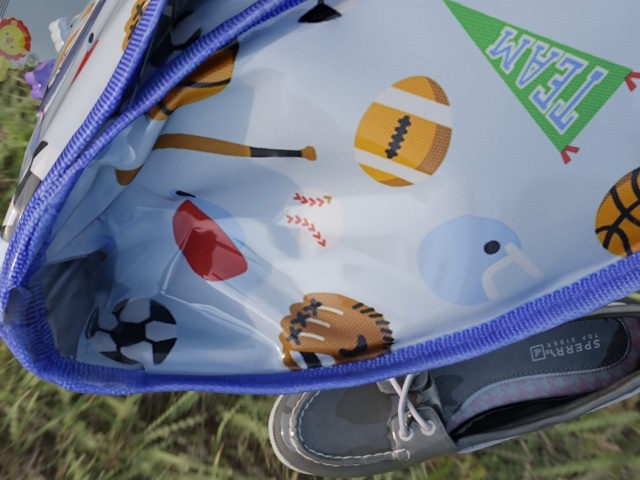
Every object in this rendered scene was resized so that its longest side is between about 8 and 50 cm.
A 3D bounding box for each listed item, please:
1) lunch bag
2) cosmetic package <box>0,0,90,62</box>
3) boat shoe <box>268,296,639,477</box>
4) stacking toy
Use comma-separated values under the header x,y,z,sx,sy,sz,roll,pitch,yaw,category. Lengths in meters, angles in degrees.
x,y,z,sx,sy,sz,roll,pitch,yaw,category
0.022,-0.093,0.799,0.385,0.328,0.239,-25,111,6,lunch bag
-0.410,-0.437,1.675,0.329,0.394,0.327,5,126,-36,cosmetic package
0.125,0.103,1.273,0.335,0.095,0.112,-13,85,-18,boat shoe
-0.209,-0.094,1.414,0.052,0.167,0.221,-27,105,-32,stacking toy
